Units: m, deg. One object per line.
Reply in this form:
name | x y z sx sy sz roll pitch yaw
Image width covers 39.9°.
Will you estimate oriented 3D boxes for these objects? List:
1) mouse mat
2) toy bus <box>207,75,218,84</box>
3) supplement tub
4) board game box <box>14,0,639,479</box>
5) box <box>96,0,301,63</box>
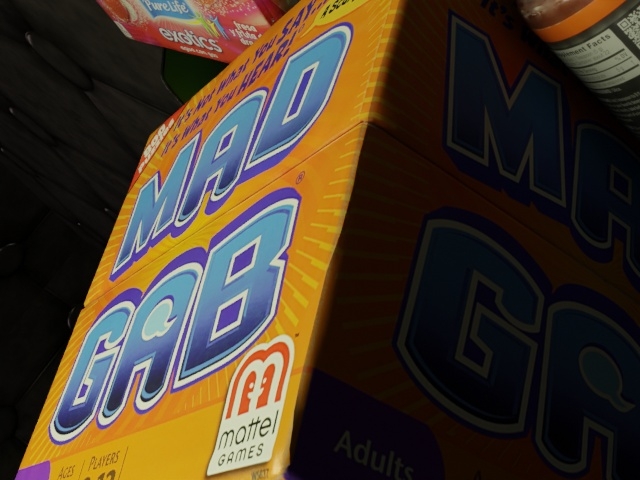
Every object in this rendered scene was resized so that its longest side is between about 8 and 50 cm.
mouse mat | -0.128 -0.181 0.970 0.152 0.007 0.190 50 -157 -42
toy bus | -0.055 -0.125 0.909 0.202 0.104 0.191 49 -173 -41
supplement tub | 0.186 -0.131 0.504 0.198 0.106 0.106 41 164 -16
board game box | 0.056 0.078 0.625 0.356 0.356 0.356 30 146 -25
box | -0.090 -0.237 0.731 0.257 0.128 0.123 23 160 41
